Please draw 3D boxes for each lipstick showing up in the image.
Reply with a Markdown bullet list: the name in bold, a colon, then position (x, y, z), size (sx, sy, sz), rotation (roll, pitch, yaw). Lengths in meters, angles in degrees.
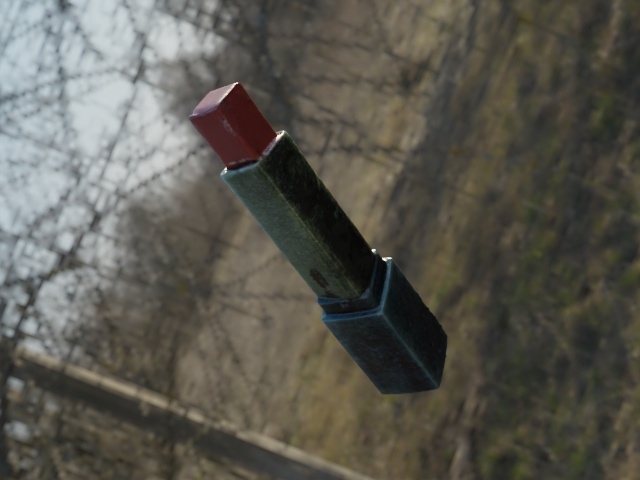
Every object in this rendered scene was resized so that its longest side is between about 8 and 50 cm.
- **lipstick**: position (0.000, 0.000, 1.023), size (0.312, 0.051, 0.051), rotation (53, -139, -43)
